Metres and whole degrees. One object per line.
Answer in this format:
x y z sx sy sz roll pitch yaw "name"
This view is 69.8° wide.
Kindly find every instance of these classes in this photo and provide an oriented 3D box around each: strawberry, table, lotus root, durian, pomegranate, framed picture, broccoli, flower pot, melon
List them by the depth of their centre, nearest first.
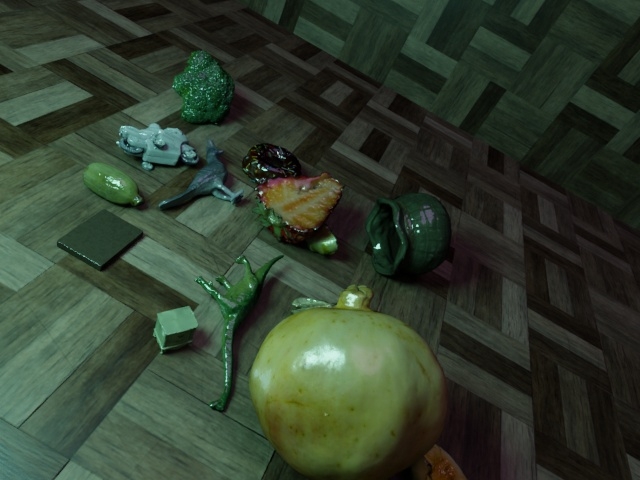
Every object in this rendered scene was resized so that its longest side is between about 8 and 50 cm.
0.054 0.290 0.966 0.412 0.411 0.411 17 39 -15 "pomegranate"
-0.333 0.207 1.053 0.079 0.083 0.062 -9 51 -38 "table"
0.275 0.550 1.068 0.160 0.079 0.128 42 22 17 "melon"
-0.567 -0.005 1.193 0.128 0.023 0.168 30 38 1 "framed picture"
-0.017 0.204 1.266 0.140 0.071 0.110 -10 46 -23 "durian"
-0.583 -0.154 1.297 0.183 0.090 0.077 32 10 0 "lotus root"
-0.083 -0.109 1.497 0.253 0.150 0.280 26 50 12 "strawberry"
0.287 -0.018 1.551 0.213 0.301 0.301 -3 47 -19 "flower pot"
-0.468 -0.590 1.770 0.254 0.269 0.269 -13 54 -47 "broccoli"

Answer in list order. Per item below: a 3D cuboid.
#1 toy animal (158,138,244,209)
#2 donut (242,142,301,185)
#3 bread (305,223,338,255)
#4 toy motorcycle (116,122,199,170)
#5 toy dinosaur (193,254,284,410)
-0.347 -0.180 1.486 0.206 0.081 0.367 28 45 -9 "toy animal"
-0.170 -0.275 1.695 0.235 0.089 0.235 18 37 -15 "donut"
0.000 0.000 1.495 0.094 0.083 0.157 -32 41 -28 "bread"
-0.529 -0.318 1.497 0.260 0.110 0.171 4 46 -41 "toy motorcycle"
-0.177 0.188 1.173 0.301 0.087 0.447 44 47 19 "toy dinosaur"
